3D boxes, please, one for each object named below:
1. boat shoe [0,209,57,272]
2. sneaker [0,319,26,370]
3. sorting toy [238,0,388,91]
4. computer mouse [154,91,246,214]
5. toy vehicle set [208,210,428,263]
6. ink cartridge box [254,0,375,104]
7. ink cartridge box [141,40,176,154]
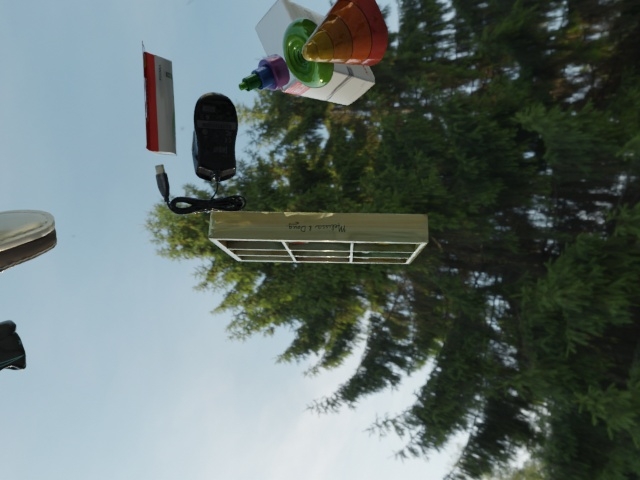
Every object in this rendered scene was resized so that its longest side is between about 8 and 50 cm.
[{"bbox_3d":[-0.555,0.044,0.703,0.324,0.116,0.097,-21,-55,-20],"label":"boat shoe"},{"bbox_3d":[-0.650,0.240,0.821,0.267,0.101,0.106,-31,-76,-47],"label":"sneaker"},{"bbox_3d":[-0.047,-0.317,0.836,0.126,0.365,0.127,-36,-68,-27],"label":"sorting toy"},{"bbox_3d":[-0.265,-0.180,1.018,0.184,0.060,0.262,-9,-79,-24],"label":"computer mouse"},{"bbox_3d":[0.000,0.000,0.647,0.166,0.266,0.035,72,-160,-77],"label":"toy vehicle set"},{"bbox_3d":[-0.006,-0.487,1.256,0.283,0.117,0.207,-8,-110,-51],"label":"ink cartridge box"},{"bbox_3d":[-0.300,-0.255,0.893,0.056,0.224,0.181,-3,-82,-18],"label":"ink cartridge box"}]
